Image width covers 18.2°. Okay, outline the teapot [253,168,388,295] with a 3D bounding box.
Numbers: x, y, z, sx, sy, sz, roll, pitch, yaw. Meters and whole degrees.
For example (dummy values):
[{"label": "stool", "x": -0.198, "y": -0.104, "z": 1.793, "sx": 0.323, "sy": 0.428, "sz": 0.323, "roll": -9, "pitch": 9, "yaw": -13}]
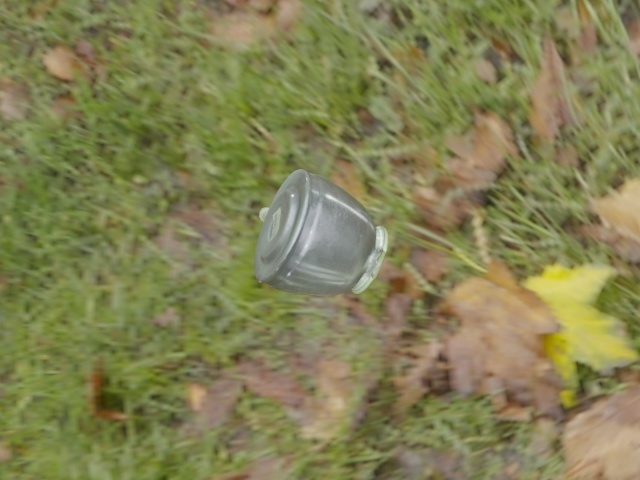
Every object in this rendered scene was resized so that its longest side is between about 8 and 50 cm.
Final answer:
[{"label": "teapot", "x": 0.004, "y": -0.006, "z": 1.525, "sx": 0.091, "sy": 0.124, "sz": 0.092, "roll": 22, "pitch": 120, "yaw": -18}]
